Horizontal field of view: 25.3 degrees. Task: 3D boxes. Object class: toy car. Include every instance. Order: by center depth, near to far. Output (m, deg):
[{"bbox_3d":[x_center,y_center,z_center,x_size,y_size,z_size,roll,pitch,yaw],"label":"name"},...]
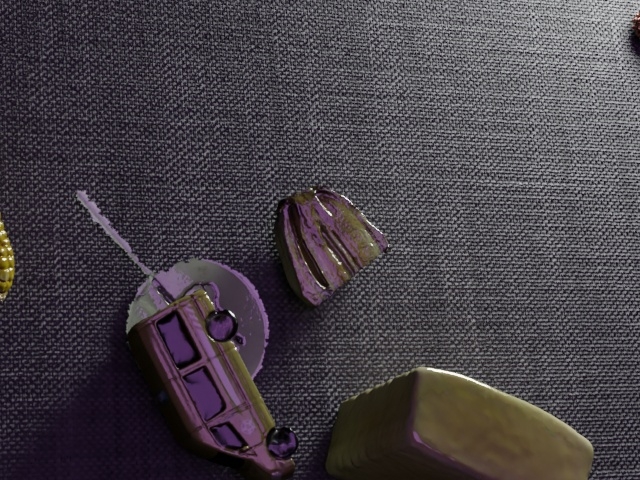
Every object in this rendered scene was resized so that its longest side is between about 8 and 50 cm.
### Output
[{"bbox_3d":[-0.132,0.193,1.735,0.124,0.101,0.257,-26,85,-22],"label":"toy car"}]

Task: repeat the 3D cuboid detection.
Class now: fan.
[{"bbox_3d":[-0.199,0.063,1.803,0.329,0.009,0.191,47,64,-5],"label":"fan"}]

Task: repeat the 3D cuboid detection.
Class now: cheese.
[{"bbox_3d":[0.162,0.261,1.740,0.242,0.265,0.124,21,67,-15],"label":"cheese"}]

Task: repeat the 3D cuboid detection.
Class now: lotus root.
[{"bbox_3d":[0.000,0.000,1.872,0.143,0.070,0.144,-30,90,-21],"label":"lotus root"}]

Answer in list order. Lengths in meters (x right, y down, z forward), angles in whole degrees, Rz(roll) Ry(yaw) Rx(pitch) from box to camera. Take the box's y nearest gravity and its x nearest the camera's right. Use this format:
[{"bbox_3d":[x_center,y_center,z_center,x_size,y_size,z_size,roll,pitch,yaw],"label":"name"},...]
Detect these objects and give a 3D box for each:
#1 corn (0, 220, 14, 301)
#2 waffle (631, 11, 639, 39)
[{"bbox_3d":[-0.442,-0.045,1.683,0.119,0.119,0.322,-15,79,-25],"label":"corn"},{"bbox_3d":[0.521,-0.326,2.205,0.083,0.029,0.075,43,66,-7],"label":"waffle"}]
